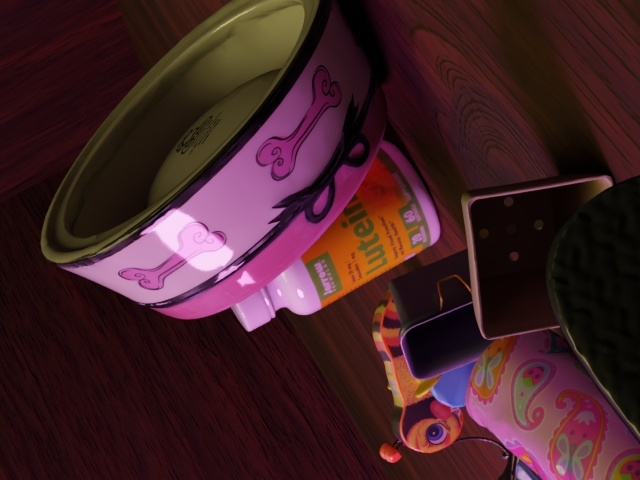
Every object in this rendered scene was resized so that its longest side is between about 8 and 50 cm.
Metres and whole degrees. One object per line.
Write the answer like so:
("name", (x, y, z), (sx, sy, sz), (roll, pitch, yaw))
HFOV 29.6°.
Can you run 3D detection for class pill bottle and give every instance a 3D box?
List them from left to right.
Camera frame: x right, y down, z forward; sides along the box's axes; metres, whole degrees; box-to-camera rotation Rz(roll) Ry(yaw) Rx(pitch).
("pill bottle", (0.000, 0.000, 1.375), (0.136, 0.245, 0.136), (58, 171, 15))

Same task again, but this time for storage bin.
("storage bin", (0.133, 0.063, 1.239), (0.091, 0.135, 0.098), (-115, 3, -48))

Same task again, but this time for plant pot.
("plant pot", (0.158, 0.001, 0.925), (0.096, 0.109, 0.109), (-118, 19, -74))

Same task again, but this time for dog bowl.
("dog bowl", (-0.102, -0.091, 1.284), (0.150, 0.408, 0.408), (43, 179, -25))

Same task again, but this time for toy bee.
("toy bee", (0.134, 0.204, 1.548), (0.298, 0.162, 0.195), (57, 168, 19))

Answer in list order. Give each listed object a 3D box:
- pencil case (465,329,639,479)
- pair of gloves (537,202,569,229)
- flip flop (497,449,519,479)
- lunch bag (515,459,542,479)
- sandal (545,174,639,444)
("pencil case", (0.239, 0.182, 1.043), (0.284, 0.124, 0.124), (48, 164, 53))
("pair of gloves", (0.228, 0.050, 1.000), (0.198, 0.023, 0.159), (52, 167, 40))
("flip flop", (0.255, 0.295, 1.426), (0.112, 0.080, 0.277), (-89, -1, -49))
("lunch bag", (0.293, 0.316, 1.256), (0.219, 0.090, 0.176), (48, 162, 49))
("sandal", (0.286, 0.163, 0.703), (0.446, 0.167, 0.107), (66, -168, 16))
